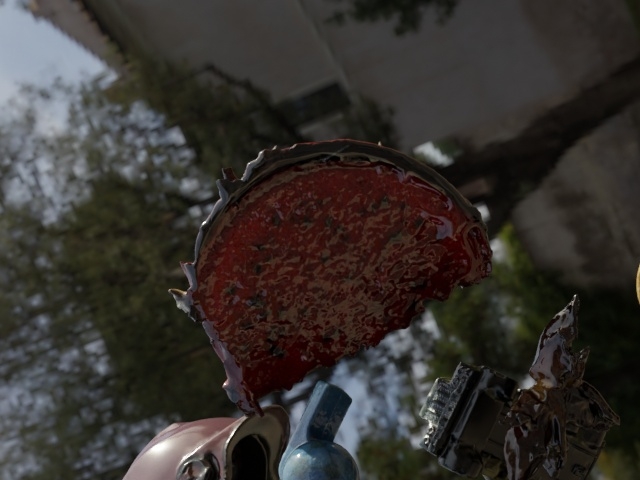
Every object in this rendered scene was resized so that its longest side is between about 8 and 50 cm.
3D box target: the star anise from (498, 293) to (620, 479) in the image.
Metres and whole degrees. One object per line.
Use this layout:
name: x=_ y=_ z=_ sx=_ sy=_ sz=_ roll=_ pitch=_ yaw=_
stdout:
star anise: x=0.253 y=0.181 z=1.525 sx=0.157 sy=0.053 sz=0.212 roll=46 pitch=-115 yaw=-39

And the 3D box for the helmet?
helmet: x=-0.183 y=0.378 z=2.027 sx=0.271 sy=0.197 sz=0.338 roll=45 pitch=-123 yaw=-65

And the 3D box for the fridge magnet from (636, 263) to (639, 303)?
fridge magnet: x=0.436 y=0.054 z=1.664 sx=0.063 sy=0.143 sz=0.143 roll=116 pitch=136 yaw=-73

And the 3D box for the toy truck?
toy truck: x=0.210 y=0.218 z=1.639 sx=0.127 sy=0.127 sz=0.257 roll=26 pitch=179 yaw=45

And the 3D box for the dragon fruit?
dragon fruit: x=0.000 y=0.000 z=1.580 sx=0.282 sy=0.343 sz=0.100 roll=66 pitch=175 yaw=-31

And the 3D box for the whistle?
whistle: x=0.008 y=0.234 z=1.524 sx=0.158 sy=0.090 sz=0.090 roll=-64 pitch=-30 yaw=-11
